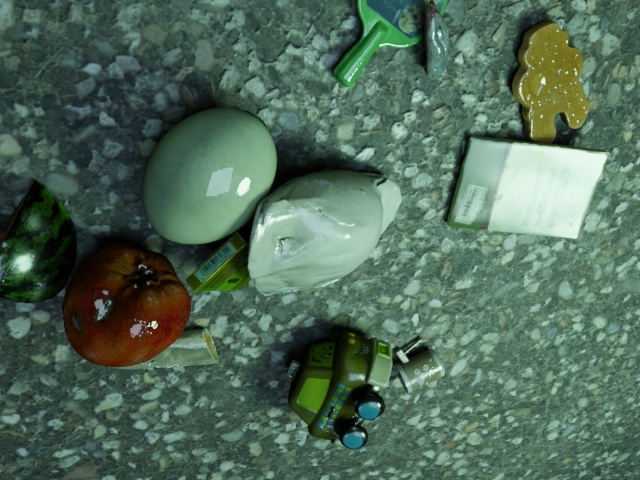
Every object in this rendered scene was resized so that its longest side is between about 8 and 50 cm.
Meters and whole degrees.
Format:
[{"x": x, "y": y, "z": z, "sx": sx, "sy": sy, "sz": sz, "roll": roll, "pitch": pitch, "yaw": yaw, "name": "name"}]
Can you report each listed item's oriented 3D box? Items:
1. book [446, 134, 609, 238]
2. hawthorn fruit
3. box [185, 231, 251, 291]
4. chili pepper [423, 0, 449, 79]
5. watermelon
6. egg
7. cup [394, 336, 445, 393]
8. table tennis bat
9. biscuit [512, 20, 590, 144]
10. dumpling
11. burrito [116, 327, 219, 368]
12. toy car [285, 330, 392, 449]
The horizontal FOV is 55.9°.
[{"x": 0.414, "y": -0.103, "z": 1.215, "sx": 0.290, "sy": 0.026, "sz": 0.201, "roll": 6, "pitch": 117, "yaw": -7, "name": "book"}, {"x": -0.349, "y": 0.134, "z": 1.037, "sx": 0.207, "sy": 0.207, "sz": 0.243, "roll": 23, "pitch": 125, "yaw": -28, "name": "hawthorn fruit"}, {"x": -0.146, "y": 0.041, "z": 1.070, "sx": 0.121, "sy": 0.030, "sz": 0.193, "roll": -42, "pitch": 168, "yaw": 8, "name": "box"}, {"x": 0.196, "y": -0.330, "z": 1.020, "sx": 0.041, "sy": 0.050, "sz": 0.153, "roll": 8, "pitch": 144, "yaw": 14, "name": "chili pepper"}, {"x": -0.457, "y": 0.002, "z": 0.970, "sx": 0.137, "sy": 0.193, "sz": 0.145, "roll": 43, "pitch": 101, "yaw": 12, "name": "watermelon"}, {"x": -0.177, "y": -0.099, "z": 0.956, "sx": 0.253, "sy": 0.186, "sz": 0.186, "roll": -45, "pitch": 123, "yaw": 15, "name": "egg"}, {"x": 0.225, "y": 0.288, "z": 1.402, "sx": 0.099, "sy": 0.102, "sz": 0.074, "roll": -24, "pitch": 162, "yaw": -6, "name": "cup"}, {"x": 0.109, "y": -0.364, "z": 0.991, "sx": 0.160, "sy": 0.039, "sz": 0.257, "roll": 30, "pitch": 104, "yaw": -32, "name": "table tennis bat"}, {"x": 0.433, "y": -0.297, "z": 1.141, "sx": 0.144, "sy": 0.040, "sz": 0.236, "roll": -32, "pitch": 123, "yaw": -7, "name": "biscuit"}, {"x": -0.002, "y": 0.001, "z": 1.067, "sx": 0.181, "sy": 0.341, "sz": 0.260, "roll": 28, "pitch": 121, "yaw": 9, "name": "dumpling"}, {"x": -0.306, "y": 0.214, "z": 1.171, "sx": 0.226, "sy": 0.060, "sz": 0.087, "roll": -1, "pitch": 125, "yaw": -19, "name": "burrito"}, {"x": 0.026, "y": 0.303, "z": 1.282, "sx": 0.198, "sy": 0.204, "sz": 0.247, "roll": 22, "pitch": 114, "yaw": -4, "name": "toy car"}]
